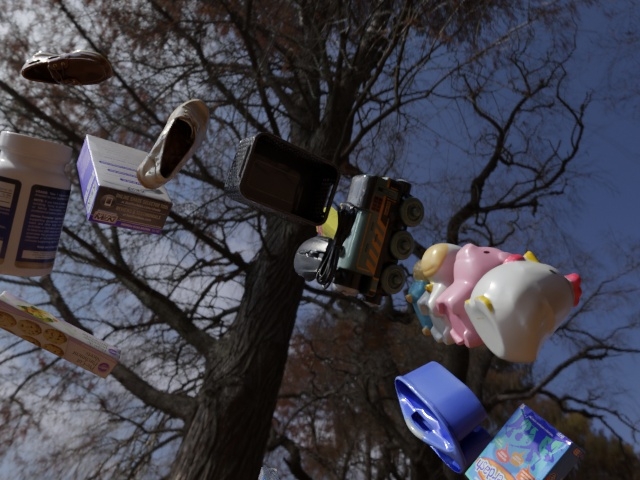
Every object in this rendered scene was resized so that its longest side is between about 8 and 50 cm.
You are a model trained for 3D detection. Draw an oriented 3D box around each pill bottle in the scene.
[{"bbox_3d":[-0.587,-0.072,0.955,0.153,0.153,0.264,14,-88,2],"label":"pill bottle"}]

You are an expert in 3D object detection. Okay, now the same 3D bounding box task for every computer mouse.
[{"bbox_3d":[0.000,0.000,1.024,0.060,0.184,0.262,23,-5,-10],"label":"computer mouse"}]

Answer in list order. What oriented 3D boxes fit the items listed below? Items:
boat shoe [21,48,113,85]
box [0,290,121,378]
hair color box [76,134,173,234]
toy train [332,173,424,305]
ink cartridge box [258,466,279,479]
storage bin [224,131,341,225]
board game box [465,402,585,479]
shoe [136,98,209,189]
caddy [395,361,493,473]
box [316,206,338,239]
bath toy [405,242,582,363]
[{"bbox_3d":[-0.471,-0.313,0.896,0.178,0.060,0.064,6,-47,15],"label":"boat shoe"},{"bbox_3d":[-0.668,0.240,1.218,0.324,0.063,0.067,37,-89,-21],"label":"box"},{"bbox_3d":[-0.542,-0.157,1.315,0.185,0.339,0.110,14,-68,-37],"label":"hair color box"},{"bbox_3d":[0.133,-0.008,1.211,0.190,0.333,0.142,19,-5,-29],"label":"toy train"},{"bbox_3d":[-0.093,0.431,0.804,0.028,0.048,0.083,15,-86,-16],"label":"ink cartridge box"},{"bbox_3d":[-0.068,-0.108,0.882,0.180,0.122,0.084,21,-6,-29],"label":"storage bin"},{"bbox_3d":[0.424,0.473,1.021,0.047,0.160,0.210,39,-91,-17],"label":"board game box"},{"bbox_3d":[-0.257,-0.183,0.891,0.058,0.219,0.076,-13,-44,45],"label":"shoe"},{"bbox_3d":[0.346,0.524,1.435,0.179,0.341,0.241,-25,-68,-14],"label":"caddy"},{"bbox_3d":[0.074,-0.004,1.412,0.058,0.232,0.087,-27,-40,-22],"label":"box"},{"bbox_3d":[0.219,0.069,0.663,0.129,0.348,0.151,-24,-91,-6],"label":"bath toy"}]
